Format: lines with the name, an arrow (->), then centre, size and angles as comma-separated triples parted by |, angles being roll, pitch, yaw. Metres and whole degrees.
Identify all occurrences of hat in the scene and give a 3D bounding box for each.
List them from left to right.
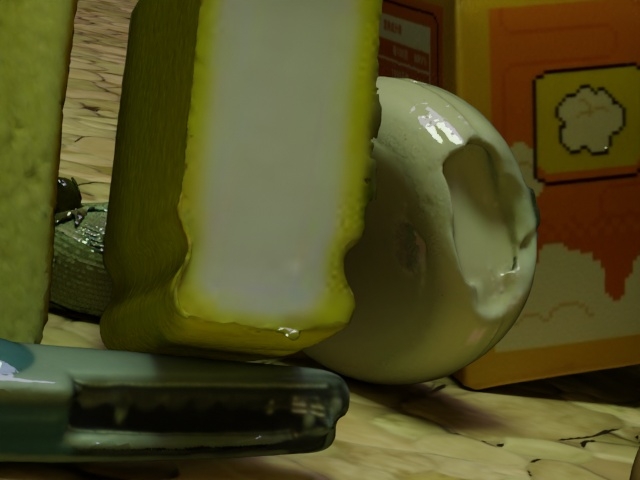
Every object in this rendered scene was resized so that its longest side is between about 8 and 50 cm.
hat -> -0.099, 0.005, 0.915 | 0.077, 0.059, 0.076 | 17, 15, 7

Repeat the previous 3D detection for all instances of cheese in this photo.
cheese -> 0.000, 0.000, 0.890 | 0.064, 0.137, 0.227 | -13, 4, -40

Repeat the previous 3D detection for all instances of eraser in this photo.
eraser -> -0.036, -0.033, 0.749 | 0.069, 0.158, 0.226 | 5, -6, -12

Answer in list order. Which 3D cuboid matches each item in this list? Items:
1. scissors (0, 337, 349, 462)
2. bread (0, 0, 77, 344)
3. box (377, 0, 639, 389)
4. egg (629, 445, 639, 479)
scissors -> -0.121, 0.053, 0.651 | 0.289, 0.041, 0.138 | 3, 15, -25
bread -> -0.240, -0.103, 0.811 | 0.245, 0.362, 0.233 | -22, -33, 36
box -> 0.140, -0.073, 1.037 | 0.259, 0.214, 0.283 | -8, 16, -17
egg -> 0.142, 0.085, 0.652 | 0.080, 0.080, 0.096 | 19, 15, 38
